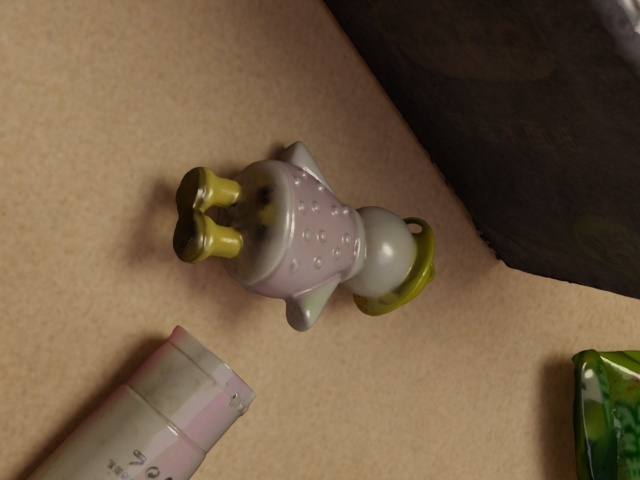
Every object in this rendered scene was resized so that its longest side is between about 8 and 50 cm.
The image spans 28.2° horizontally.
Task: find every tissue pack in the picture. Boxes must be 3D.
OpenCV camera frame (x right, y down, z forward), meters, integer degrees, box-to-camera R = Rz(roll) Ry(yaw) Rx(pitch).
[{"bbox_3d":[0.136,-0.135,0.773,0.124,0.288,0.394,-46,118,-17],"label":"tissue pack"}]

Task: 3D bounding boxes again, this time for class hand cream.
[{"bbox_3d":[-0.164,0.192,0.771,0.312,0.070,0.111,-47,120,-10],"label":"hand cream"}]

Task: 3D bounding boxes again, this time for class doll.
[{"bbox_3d":[0.000,0.000,0.828,0.207,0.081,0.129,15,63,-38],"label":"doll"}]

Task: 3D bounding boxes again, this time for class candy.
[{"bbox_3d":[0.294,0.142,1.046,0.246,0.069,0.149,-10,97,-27],"label":"candy"}]
